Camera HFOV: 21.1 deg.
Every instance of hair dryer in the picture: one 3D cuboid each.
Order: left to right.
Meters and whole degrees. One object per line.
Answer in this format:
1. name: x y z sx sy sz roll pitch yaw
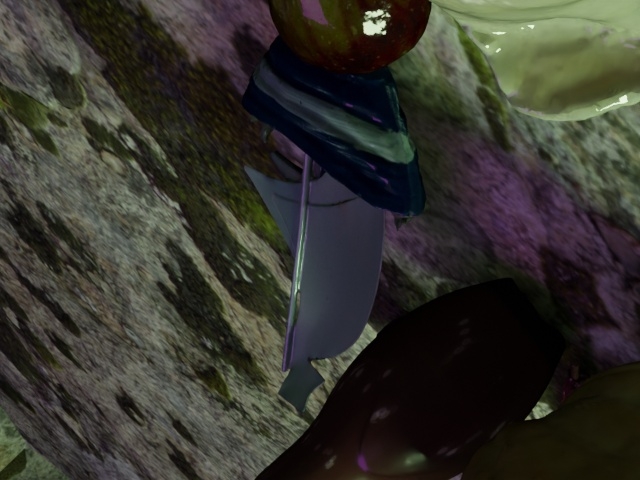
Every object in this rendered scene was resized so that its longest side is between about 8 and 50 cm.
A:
1. hair dryer: 0.037 0.137 1.411 0.123 0.312 0.340 53 180 -7

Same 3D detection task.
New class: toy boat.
1. toy boat: -0.011 -0.026 1.271 0.210 0.070 0.291 61 145 31

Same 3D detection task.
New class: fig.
1. fig: 0.005 -0.173 1.061 0.109 0.103 0.155 -8 136 39

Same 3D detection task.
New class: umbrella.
1. umbrella: 0.205 0.131 1.367 0.027 0.025 0.165 18 154 16

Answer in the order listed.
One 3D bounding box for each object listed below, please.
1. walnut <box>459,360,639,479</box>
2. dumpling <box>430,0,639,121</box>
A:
1. walnut: 0.231 0.215 1.119 0.285 0.285 0.296 34 -162 29
2. dumpling: 0.122 -0.188 0.756 0.227 0.175 0.243 -5 150 28
